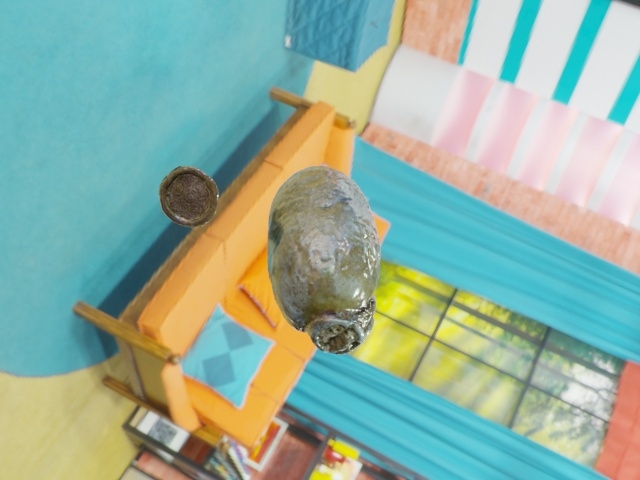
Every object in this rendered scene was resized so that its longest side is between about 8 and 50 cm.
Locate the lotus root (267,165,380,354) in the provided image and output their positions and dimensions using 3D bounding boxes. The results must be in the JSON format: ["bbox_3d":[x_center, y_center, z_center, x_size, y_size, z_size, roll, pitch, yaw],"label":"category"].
[{"bbox_3d":[-0.002,-0.001,1.081,0.349,0.175,0.175,-98,-167,-45],"label":"lotus root"}]

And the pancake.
[{"bbox_3d":[-0.226,-0.075,1.236,0.011,0.115,0.114,-49,160,-69],"label":"pancake"}]
